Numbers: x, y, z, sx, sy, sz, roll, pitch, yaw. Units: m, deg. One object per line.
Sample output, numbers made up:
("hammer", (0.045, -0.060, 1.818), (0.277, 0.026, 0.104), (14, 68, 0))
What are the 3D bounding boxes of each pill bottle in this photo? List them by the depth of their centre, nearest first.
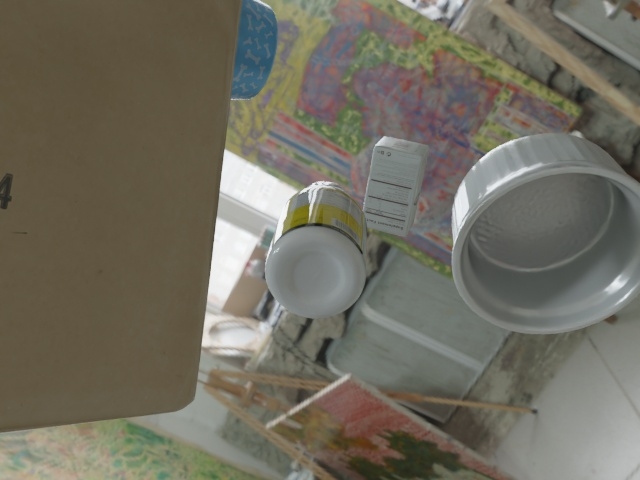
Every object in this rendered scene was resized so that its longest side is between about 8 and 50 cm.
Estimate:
("pill bottle", (0.000, 0.000, 0.803), (0.103, 0.103, 0.184), (-59, 9, 22))

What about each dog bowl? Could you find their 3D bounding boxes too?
("dog bowl", (-0.150, -0.308, 1.100), (0.297, 0.074, 0.166), (48, 124, 53))

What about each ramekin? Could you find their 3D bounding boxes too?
("ramekin", (0.314, -0.014, 1.014), (0.277, 0.277, 0.135), (-57, 17, 30))

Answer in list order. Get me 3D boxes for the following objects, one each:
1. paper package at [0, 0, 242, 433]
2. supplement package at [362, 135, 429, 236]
("paper package", (-0.219, -0.059, 0.377), (0.168, 0.325, 0.310), (6, 88, 40))
("supplement package", (0.158, -0.116, 1.543), (0.105, 0.105, 0.179), (-52, -26, -64))
